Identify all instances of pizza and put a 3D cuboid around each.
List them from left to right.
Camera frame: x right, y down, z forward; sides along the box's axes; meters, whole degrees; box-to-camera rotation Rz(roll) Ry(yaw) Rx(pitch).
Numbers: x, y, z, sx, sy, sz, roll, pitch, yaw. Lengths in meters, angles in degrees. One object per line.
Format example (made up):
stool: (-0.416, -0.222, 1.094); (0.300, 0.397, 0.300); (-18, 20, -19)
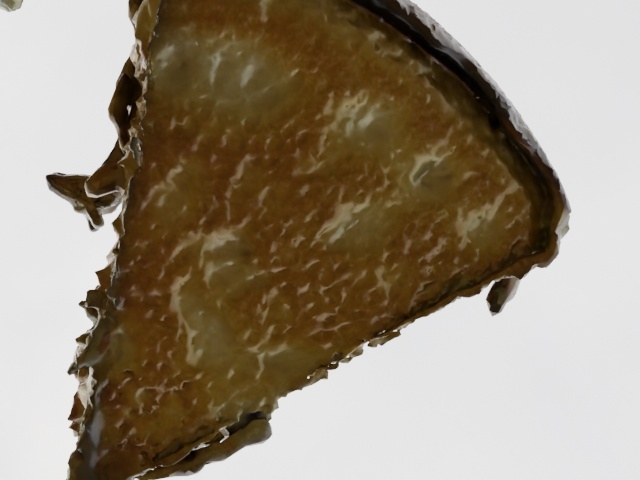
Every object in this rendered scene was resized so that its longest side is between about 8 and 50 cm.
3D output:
pizza: (0.000, 0.000, 0.939); (0.251, 0.074, 0.288); (12, -82, -19)

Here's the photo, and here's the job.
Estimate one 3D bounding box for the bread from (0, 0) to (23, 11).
bread: (-0.200, -0.096, 0.669); (0.173, 0.085, 0.134); (31, -88, -5)

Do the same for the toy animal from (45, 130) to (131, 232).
toy animal: (-0.104, -0.134, 1.322); (0.149, 0.054, 0.276); (10, -102, -18)
